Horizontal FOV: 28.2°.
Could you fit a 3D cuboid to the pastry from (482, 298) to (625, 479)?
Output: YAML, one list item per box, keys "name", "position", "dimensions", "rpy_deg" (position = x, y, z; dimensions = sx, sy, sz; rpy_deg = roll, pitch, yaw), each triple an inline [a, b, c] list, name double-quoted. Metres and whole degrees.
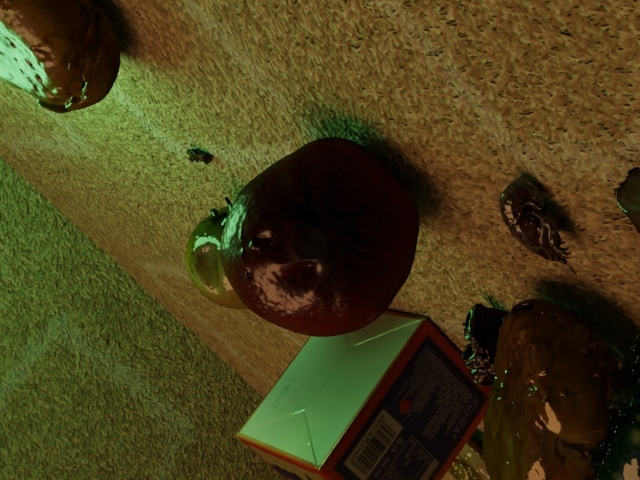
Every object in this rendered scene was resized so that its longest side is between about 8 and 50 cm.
- name: "pastry"
  position: [0.336, 0.236, 1.820]
  dimensions: [0.162, 0.310, 0.255]
  rpy_deg: [2, -156, -8]

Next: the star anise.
- name: "star anise"
  position: [0.306, 0.198, 2.022]
  dimensions: [0.220, 0.125, 0.190]
  rpy_deg: [40, 167, -18]

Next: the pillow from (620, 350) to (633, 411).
- name: "pillow"
  position: [0.498, 0.244, 1.830]
  dimensions: [0.181, 0.078, 0.134]
  rpy_deg: [34, 162, 18]

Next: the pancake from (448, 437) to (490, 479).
- name: "pancake"
  position: [0.370, 0.526, 2.808]
  dimensions: [0.387, 0.082, 0.387]
  rpy_deg: [36, 166, 10]

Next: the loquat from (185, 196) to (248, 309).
- name: "loquat"
  position: [-0.147, 0.027, 2.349]
  dimensions: [0.213, 0.213, 0.213]
  rpy_deg: [34, 163, 12]

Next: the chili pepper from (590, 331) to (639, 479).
- name: "chili pepper"
  position: [0.484, 0.235, 1.597]
  dimensions: [0.257, 0.248, 0.233]
  rpy_deg: [26, -172, 18]

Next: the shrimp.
- name: "shrimp"
  position: [0.284, -0.013, 1.622]
  dimensions: [0.165, 0.065, 0.056]
  rpy_deg: [41, -165, -28]

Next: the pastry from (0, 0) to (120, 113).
- name: "pastry"
  position: [-0.474, -0.354, 2.065]
  dimensions: [0.356, 0.164, 0.356]
  rpy_deg: [36, 165, 11]

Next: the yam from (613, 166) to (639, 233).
- name: "yam"
  position: [0.383, -0.018, 1.375]
  dimensions: [0.127, 0.084, 0.084]
  rpy_deg: [50, 159, -26]

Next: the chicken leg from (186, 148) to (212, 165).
- name: "chicken leg"
  position: [-0.226, -0.155, 2.325]
  dimensions: [0.036, 0.021, 0.083]
  rpy_deg: [37, 166, -34]

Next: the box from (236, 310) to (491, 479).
- name: "box"
  position: [0.092, 0.336, 2.414]
  dimensions: [0.257, 0.348, 0.319]
  rpy_deg: [45, 160, -25]

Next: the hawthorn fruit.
- name: "hawthorn fruit"
  position: [0.009, -0.003, 1.844]
  dimensions: [0.295, 0.295, 0.311]
  rpy_deg: [33, -163, 15]
